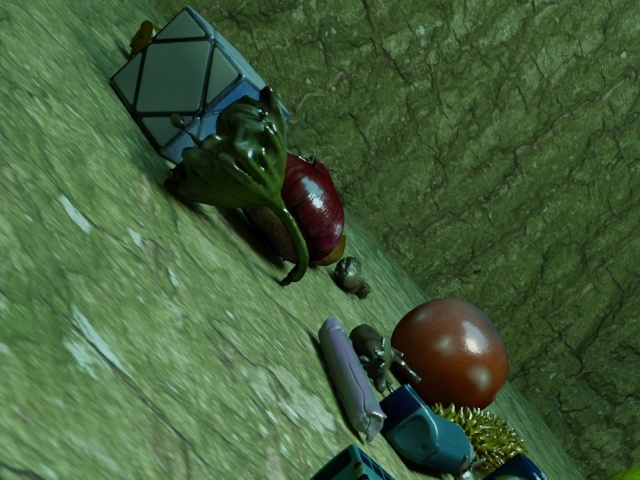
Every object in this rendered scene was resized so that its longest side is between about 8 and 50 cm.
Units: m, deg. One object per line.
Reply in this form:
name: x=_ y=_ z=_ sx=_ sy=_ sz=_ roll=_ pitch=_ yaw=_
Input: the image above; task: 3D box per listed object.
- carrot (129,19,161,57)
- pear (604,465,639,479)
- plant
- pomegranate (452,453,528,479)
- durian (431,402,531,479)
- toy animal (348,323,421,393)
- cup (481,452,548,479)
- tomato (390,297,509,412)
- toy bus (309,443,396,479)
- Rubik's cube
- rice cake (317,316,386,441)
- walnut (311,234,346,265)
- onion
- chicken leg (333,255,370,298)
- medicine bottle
carrot: x=-0.307 y=-0.365 z=1.956 sx=0.302 sy=0.114 sz=0.114 roll=37 pitch=14 yaw=-43
pear: x=0.699 y=0.647 z=1.806 sx=0.391 sy=0.391 sz=0.391 roll=48 pitch=8 yaw=-9
plant: x=-0.079 y=-0.094 z=1.406 sx=0.333 sy=0.180 sz=0.251 roll=36 pitch=-32 yaw=-28
pomegranate: x=0.264 y=0.406 z=1.287 sx=0.148 sy=0.148 sz=0.169 roll=43 pitch=11 yaw=-37
durian: x=0.295 y=0.379 z=1.640 sx=0.250 sy=0.138 sz=0.183 roll=35 pitch=23 yaw=-37
toy animal: x=0.093 y=0.207 z=1.525 sx=0.186 sy=0.094 sz=0.214 roll=50 pitch=-1 yaw=-27
cup: x=0.316 y=0.440 z=1.399 sx=0.150 sy=0.138 sz=0.113 roll=54 pitch=9 yaw=32
tomato: x=0.273 y=0.246 z=1.833 sx=0.256 sy=0.224 sz=0.255 roll=44 pitch=18 yaw=-18
toy bus: x=0.067 y=0.299 z=0.924 sx=0.160 sy=0.079 sz=0.092 roll=44 pitch=8 yaw=-21
Rubik's cube: x=-0.215 y=-0.258 z=1.577 sx=0.207 sy=0.205 sz=0.205 roll=54 pitch=9 yaw=26
rice cake: x=0.043 y=0.206 z=1.328 sx=0.049 sy=0.055 sz=0.270 roll=40 pitch=13 yaw=-27
walnut: x=0.000 y=0.000 z=1.890 sx=0.115 sy=0.116 sz=0.207 roll=51 pitch=8 yaw=15
onion: x=-0.053 y=-0.063 z=1.592 sx=0.248 sy=0.161 sz=0.248 roll=50 pitch=-26 yaw=36
chicken leg: x=0.083 y=0.093 z=2.063 sx=0.085 sy=0.069 sz=0.198 roll=55 pitch=3 yaw=26
medicine bottle: x=0.181 y=0.323 z=1.433 sx=0.124 sy=0.079 sz=0.258 roll=54 pitch=9 yaw=34
